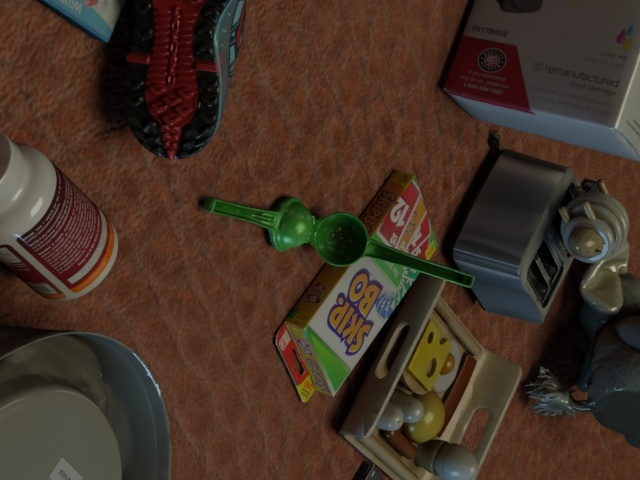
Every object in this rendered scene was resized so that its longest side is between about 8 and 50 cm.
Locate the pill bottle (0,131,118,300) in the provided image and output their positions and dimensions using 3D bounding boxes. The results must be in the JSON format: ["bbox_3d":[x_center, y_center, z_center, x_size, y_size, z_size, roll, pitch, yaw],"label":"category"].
[{"bbox_3d":[-0.229,-0.021,1.202,0.086,0.086,0.152,-62,147,-17],"label":"pill bottle"}]

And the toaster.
[{"bbox_3d":[0.250,-0.010,1.922,0.168,0.110,0.186,-62,146,-19],"label":"toaster"}]

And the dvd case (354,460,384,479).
[{"bbox_3d":[0.055,0.392,1.901,0.164,0.018,0.221,-58,146,-22],"label":"dvd case"}]

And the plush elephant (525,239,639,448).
[{"bbox_3d":[0.471,0.156,2.233,0.272,0.330,0.255,88,12,-50],"label":"plush elephant"}]

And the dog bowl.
[{"bbox_3d":[-0.270,0.227,1.243,0.349,0.102,0.349,-32,131,-47],"label":"dog bowl"}]

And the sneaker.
[{"bbox_3d":[-0.110,-0.207,1.303,0.125,0.104,0.262,-76,180,-73],"label":"sneaker"}]

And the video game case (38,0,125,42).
[{"bbox_3d":[-0.178,-0.258,1.235,0.119,0.015,0.166,31,79,-58],"label":"video game case"}]

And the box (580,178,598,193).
[{"bbox_3d":[0.375,-0.035,2.188,0.067,0.018,0.083,-51,142,-31],"label":"box"}]

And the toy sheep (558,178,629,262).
[{"bbox_3d":[0.332,-0.021,1.862,0.132,0.091,0.091,-43,138,-47],"label":"toy sheep"}]

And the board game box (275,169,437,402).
[{"bbox_3d":[0.043,0.054,1.710,0.259,0.039,0.124,-51,142,-26],"label":"board game box"}]

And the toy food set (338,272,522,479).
[{"bbox_3d":[0.149,0.192,1.880,0.220,0.092,0.306,-63,147,-15],"label":"toy food set"}]

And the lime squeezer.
[{"bbox_3d":[0.000,0.000,1.562,0.310,0.110,0.059,17,109,-28],"label":"lime squeezer"}]

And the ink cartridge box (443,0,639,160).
[{"bbox_3d":[0.304,-0.271,1.772,0.131,0.226,0.306,25,82,-59],"label":"ink cartridge box"}]
